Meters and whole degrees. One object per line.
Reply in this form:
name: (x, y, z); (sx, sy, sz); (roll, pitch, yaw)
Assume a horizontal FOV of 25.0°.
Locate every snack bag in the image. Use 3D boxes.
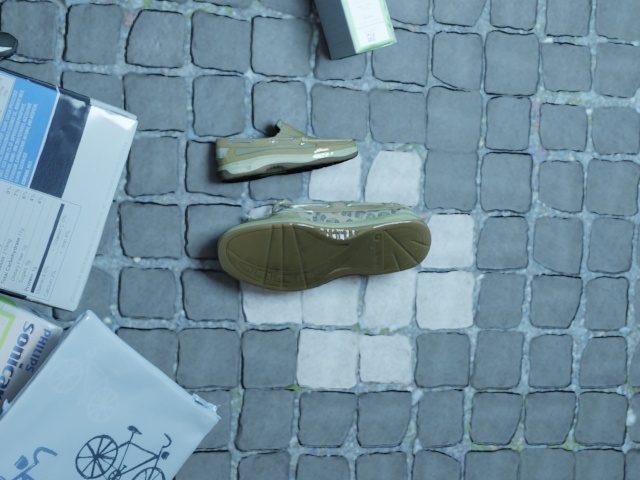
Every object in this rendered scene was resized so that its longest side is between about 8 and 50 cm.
snack bag: (-0.308, 0.276, 1.772); (0.342, 0.037, 0.323); (-53, 138, -9)

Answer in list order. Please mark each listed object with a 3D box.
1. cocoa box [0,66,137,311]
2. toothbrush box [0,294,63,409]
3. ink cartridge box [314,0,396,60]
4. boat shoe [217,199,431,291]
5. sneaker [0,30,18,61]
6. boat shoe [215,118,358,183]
cocoa box: (-0.395, -0.079, 1.626); (0.228, 0.347, 0.231); (19, 88, -28)
toothbrush box: (-0.487, 0.137, 1.744); (0.283, 0.122, 0.206); (26, 86, -18)
ink cartridge box: (0.028, -0.345, 1.881); (0.062, 0.109, 0.209); (-19, 98, -15)
boat shoe: (0.000, 0.000, 1.912); (0.285, 0.089, 0.104); (-1, 119, -14)
sneaker: (-0.494, -0.280, 1.734); (0.272, 0.100, 0.108); (17, 83, -17)
boat shoe: (-0.045, -0.125, 1.896); (0.190, 0.068, 0.072); (-9, 84, -16)
